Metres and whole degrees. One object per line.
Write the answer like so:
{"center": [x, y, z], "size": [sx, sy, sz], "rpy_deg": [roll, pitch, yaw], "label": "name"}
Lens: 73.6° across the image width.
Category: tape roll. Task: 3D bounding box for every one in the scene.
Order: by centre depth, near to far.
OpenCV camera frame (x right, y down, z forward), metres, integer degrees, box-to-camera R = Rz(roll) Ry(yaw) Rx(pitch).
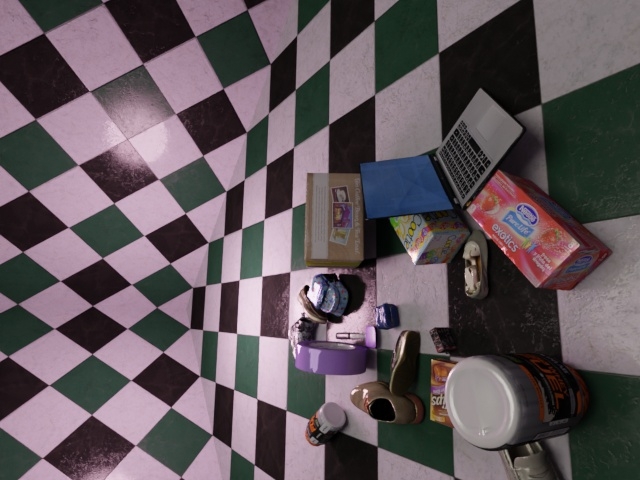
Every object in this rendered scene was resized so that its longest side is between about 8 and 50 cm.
{"center": [0.041, 0.451, 1.659], "size": [0.275, 0.275, 0.090], "rpy_deg": [-6, 78, 57], "label": "tape roll"}

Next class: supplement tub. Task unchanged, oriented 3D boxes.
{"center": [0.458, 0.359, 0.981], "size": [0.194, 0.316, 0.193], "rpy_deg": [-16, 70, 54], "label": "supplement tub"}
{"center": [0.015, 0.771, 1.783], "size": [0.190, 0.117, 0.117], "rpy_deg": [-59, 39, 32], "label": "supplement tub"}

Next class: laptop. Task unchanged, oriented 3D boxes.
{"center": [0.325, -0.269, 1.281], "size": [0.382, 0.236, 0.407], "rpy_deg": [-88, 24, -55], "label": "laptop"}

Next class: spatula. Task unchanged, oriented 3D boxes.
{"center": [0.141, 0.390, 1.744], "size": [0.296, 0.030, 0.084], "rpy_deg": [-17, 68, 56], "label": "spatula"}

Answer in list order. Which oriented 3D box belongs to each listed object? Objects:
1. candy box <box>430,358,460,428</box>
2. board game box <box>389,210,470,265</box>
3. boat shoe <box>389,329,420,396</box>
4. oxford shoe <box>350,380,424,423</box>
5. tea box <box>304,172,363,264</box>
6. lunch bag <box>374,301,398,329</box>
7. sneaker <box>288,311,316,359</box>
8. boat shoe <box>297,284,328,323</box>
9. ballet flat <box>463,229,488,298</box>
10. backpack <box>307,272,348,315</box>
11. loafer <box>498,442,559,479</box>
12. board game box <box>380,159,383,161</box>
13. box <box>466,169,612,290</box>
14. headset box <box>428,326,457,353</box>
{"center": [0.395, 0.465, 1.308], "size": [0.109, 0.053, 0.186], "rpy_deg": [-8, 79, 56], "label": "candy box"}
{"center": [0.335, -0.070, 1.403], "size": [0.144, 0.142, 0.275], "rpy_deg": [110, 148, -43], "label": "board game box"}
{"center": [0.281, 0.417, 1.467], "size": [0.073, 0.080, 0.223], "rpy_deg": [168, 121, -71], "label": "boat shoe"}
{"center": [0.198, 0.571, 1.520], "size": [0.348, 0.130, 0.122], "rpy_deg": [-19, 68, 55], "label": "oxford shoe"}
{"center": [0.051, -0.065, 1.685], "size": [0.323, 0.220, 0.328], "rpy_deg": [96, 175, -80], "label": "tea box"}
{"center": [0.246, 0.274, 1.566], "size": [0.065, 0.067, 0.098], "rpy_deg": [-34, 55, 50], "label": "lunch bag"}
{"center": [-0.068, 0.459, 1.989], "size": [0.153, 0.101, 0.268], "rpy_deg": [-66, 33, 29], "label": "sneaker"}
{"center": [-0.034, 0.287, 1.986], "size": [0.257, 0.095, 0.095], "rpy_deg": [41, 112, 53], "label": "boat shoe"}
{"center": [0.458, 0.067, 1.273], "size": [0.072, 0.068, 0.213], "rpy_deg": [-19, 68, 56], "label": "ballet flat"}
{"center": [0.039, 0.242, 1.857], "size": [0.173, 0.117, 0.158], "rpy_deg": [48, 125, 47], "label": "backpack"}
{"center": [0.505, 0.550, 1.042], "size": [0.111, 0.112, 0.319], "rpy_deg": [80, 169, -49], "label": "loafer"}
{"center": [0.240, -0.227, 1.646], "size": [0.154, 0.104, 0.026], "rpy_deg": [-63, 37, 29], "label": "board game box"}
{"center": [0.541, -0.029, 1.086], "size": [0.142, 0.154, 0.300], "rpy_deg": [-59, 38, 31], "label": "box"}
{"center": [0.386, 0.316, 1.341], "size": [0.032, 0.062, 0.083], "rpy_deg": [-50, 45, 42], "label": "headset box"}
